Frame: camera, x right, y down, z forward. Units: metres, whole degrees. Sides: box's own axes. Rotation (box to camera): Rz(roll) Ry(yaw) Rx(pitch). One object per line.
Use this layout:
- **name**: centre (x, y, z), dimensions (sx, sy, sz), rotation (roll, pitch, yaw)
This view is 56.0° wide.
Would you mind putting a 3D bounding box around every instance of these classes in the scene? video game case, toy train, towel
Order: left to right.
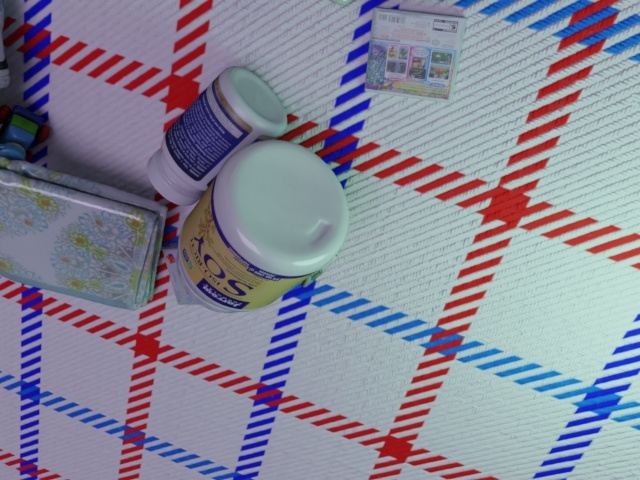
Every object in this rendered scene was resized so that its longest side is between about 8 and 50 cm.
- **toy train**: centre (-0.690, -0.161, 1.295), dimensions (0.105, 0.143, 0.248), rotation (29, 125, -33)
- **towel**: centre (-0.531, -0.006, 1.302), dimensions (0.374, 0.090, 0.320), rotation (16, 132, -10)
- **video game case**: centre (0.160, -0.320, 1.041), dimensions (0.157, 0.019, 0.143), rotation (11, 118, 11)

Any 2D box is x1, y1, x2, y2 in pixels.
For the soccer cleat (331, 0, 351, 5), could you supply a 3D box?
- **soccer cleat**: centre (-0.031, -0.449, 1.015), dimensions (0.196, 0.068, 0.076), rotation (39, 125, 4)

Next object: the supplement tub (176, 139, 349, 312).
- **supplement tub**: centre (-0.122, -0.007, 1.104), dimensions (0.241, 0.241, 0.331), rotation (43, 145, -6)

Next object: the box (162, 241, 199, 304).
- **box**: centre (-0.248, 0.073, 1.347), dimensions (0.186, 0.038, 0.145), rotation (-3, 113, 18)

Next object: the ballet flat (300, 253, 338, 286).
- **ballet flat**: centre (0.000, 0.000, 1.222), dimensions (0.079, 0.077, 0.221), rotation (0, 118, -11)

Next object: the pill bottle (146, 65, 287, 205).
- **pill bottle**: centre (-0.202, -0.188, 1.140), dimensions (0.264, 0.153, 0.153), rotation (-37, 100, 28)

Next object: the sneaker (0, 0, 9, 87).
- **sneaker**: centre (-0.757, -0.433, 1.211), dimensions (0.366, 0.137, 0.210), rotation (17, 103, 27)
